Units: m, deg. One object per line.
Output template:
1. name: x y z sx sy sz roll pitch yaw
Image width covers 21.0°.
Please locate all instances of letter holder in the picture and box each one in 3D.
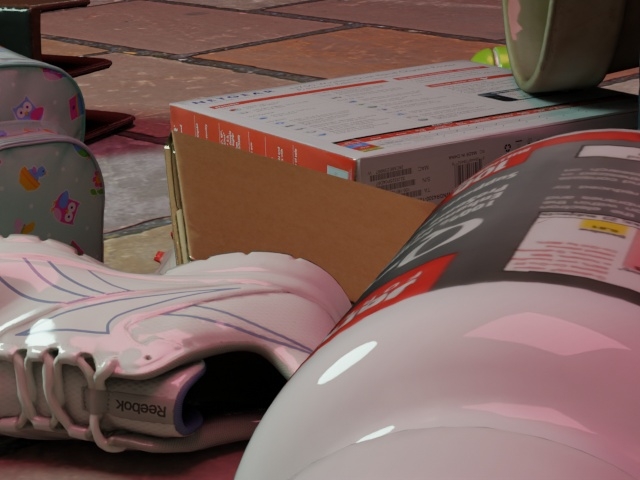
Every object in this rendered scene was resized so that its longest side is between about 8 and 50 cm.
1. letter holder: -0.365 -0.183 1.789 0.301 0.152 0.214 5 15 24

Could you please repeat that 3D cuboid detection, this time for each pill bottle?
1. pill bottle: 0.086 0.095 0.619 0.210 0.210 0.363 3 16 16

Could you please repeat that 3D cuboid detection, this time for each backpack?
1. backpack: -0.235 -0.040 1.183 0.165 0.188 0.144 -13 19 -37

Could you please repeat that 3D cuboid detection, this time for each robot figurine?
1. robot figurine: 0.208 -0.174 1.837 0.115 0.067 0.101 -3 10 -4

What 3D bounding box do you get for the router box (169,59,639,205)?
1. router box: 0.087 -0.081 1.489 0.335 0.082 0.301 -11 18 -30

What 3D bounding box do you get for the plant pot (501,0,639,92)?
1. plant pot: 0.309 -0.284 1.462 0.280 0.323 0.323 0 15 -3

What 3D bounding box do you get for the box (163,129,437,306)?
1. box: 0.000 0.000 1.115 0.201 0.021 0.164 15 29 -18

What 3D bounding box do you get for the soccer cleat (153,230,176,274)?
1. soccer cleat: -0.087 0.040 1.126 0.076 0.068 0.196 19 23 17

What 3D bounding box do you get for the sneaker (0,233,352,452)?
1. sneaker: -0.124 0.064 0.959 0.297 0.111 0.129 -4 21 -4

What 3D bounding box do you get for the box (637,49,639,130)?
1. box: 0.541 -0.117 1.190 0.479 0.297 0.472 -7 18 -18
